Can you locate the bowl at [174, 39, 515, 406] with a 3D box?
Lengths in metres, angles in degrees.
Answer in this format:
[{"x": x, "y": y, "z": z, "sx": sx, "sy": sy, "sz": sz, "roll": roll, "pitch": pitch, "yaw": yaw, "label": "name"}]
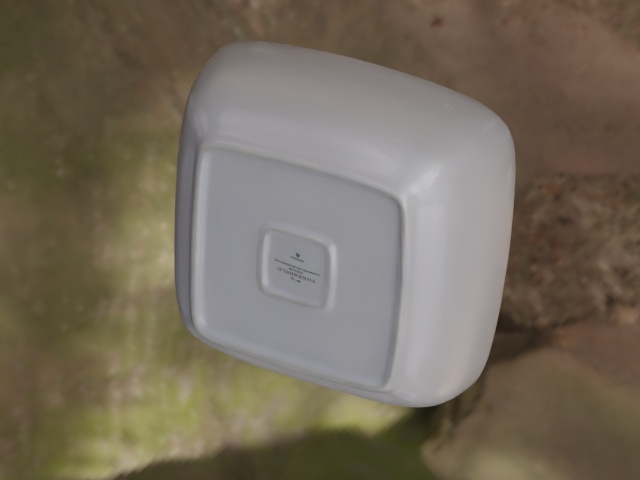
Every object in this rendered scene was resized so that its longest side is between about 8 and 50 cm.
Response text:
[{"x": 0.000, "y": 0.000, "z": 0.750, "sx": 0.142, "sy": 0.053, "sz": 0.142, "roll": 17, "pitch": 121, "yaw": 20, "label": "bowl"}]
